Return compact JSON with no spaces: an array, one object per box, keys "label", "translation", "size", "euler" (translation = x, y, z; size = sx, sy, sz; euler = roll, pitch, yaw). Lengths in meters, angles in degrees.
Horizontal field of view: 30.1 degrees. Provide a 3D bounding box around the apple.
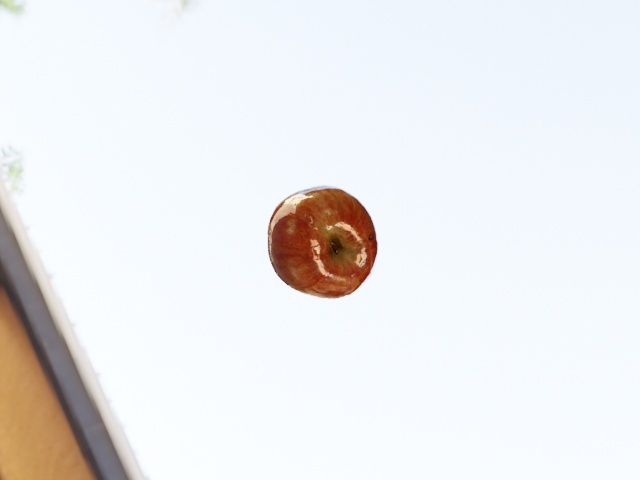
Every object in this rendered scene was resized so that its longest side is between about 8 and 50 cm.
[{"label":"apple","translation":[0.000,0.000,1.521],"size":[0.131,0.146,0.146],"euler":[18,-54,60]}]
